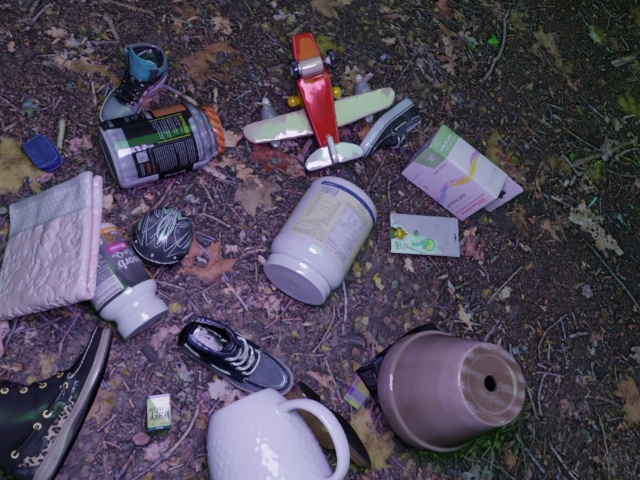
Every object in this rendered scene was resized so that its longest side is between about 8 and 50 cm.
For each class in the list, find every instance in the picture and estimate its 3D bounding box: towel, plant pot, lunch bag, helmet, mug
[{"bbox_3d":[-0.661,0.016,1.232,0.053,0.332,0.317,28,54,-57],"label":"towel"},{"bbox_3d":[0.349,0.372,1.299,0.323,0.280,0.323,7,68,-19],"label":"plant pot"},{"bbox_3d":[-0.761,-0.239,1.404,0.067,0.065,0.098,-35,86,-11],"label":"lunch bag"},{"bbox_3d":[-0.426,-0.009,1.380,0.169,0.161,0.169,7,68,-19],"label":"helmet"},{"bbox_3d":[0.111,0.445,1.490,0.060,0.009,0.083,39,64,-3],"label":"towel"},{"bbox_3d":[-0.093,0.518,1.205,0.276,0.374,0.328,3,57,-58],"label":"mug"}]

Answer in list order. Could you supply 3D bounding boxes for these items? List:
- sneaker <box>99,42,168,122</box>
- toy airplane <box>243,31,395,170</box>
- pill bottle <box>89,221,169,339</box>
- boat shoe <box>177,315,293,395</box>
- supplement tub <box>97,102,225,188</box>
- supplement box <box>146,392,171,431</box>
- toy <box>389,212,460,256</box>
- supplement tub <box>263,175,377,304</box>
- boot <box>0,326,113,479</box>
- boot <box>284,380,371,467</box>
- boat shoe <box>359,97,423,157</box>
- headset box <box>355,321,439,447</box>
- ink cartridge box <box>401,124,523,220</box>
[{"bbox_3d":[-0.544,-0.470,1.498,0.124,0.178,0.295,30,64,-7],"label":"sneaker"},{"bbox_3d":[-0.003,-0.414,1.650,0.386,0.272,0.384,27,102,-18],"label":"toy airplane"},{"bbox_3d":[-0.524,0.105,1.307,0.162,0.162,0.278,-36,86,-26],"label":"pill bottle"},{"bbox_3d":[-0.214,0.313,1.342,0.340,0.158,0.127,26,65,-8],"label":"boat shoe"},{"bbox_3d":[-0.447,-0.278,1.455,0.316,0.193,0.193,-21,79,-24],"label":"supplement tub"},{"bbox_3d":[-0.404,0.430,1.275,0.056,0.083,0.083,-2,73,-19],"label":"supplement box"},{"bbox_3d":[0.344,-0.013,1.712,0.237,0.056,0.137,5,73,-12],"label":"toy"},{"bbox_3d":[0.000,0.000,1.486,0.235,0.235,0.325,34,64,-5],"label":"supplement tub"},{"bbox_3d":[-0.679,0.348,1.186,0.284,0.138,0.377,22,71,-11],"label":"boot"},{"bbox_3d":[0.009,0.528,1.395,0.305,0.112,0.115,44,93,-5],"label":"boot"},{"bbox_3d":[0.256,-0.381,1.777,0.119,0.121,0.335,42,61,4],"label":"boat shoe"},{"bbox_3d":[0.291,0.428,1.487,0.246,0.131,0.283,-28,83,-27],"label":"headset box"},{"bbox_3d":[0.482,-0.202,1.743,0.353,0.207,0.119,37,62,-3],"label":"ink cartridge box"}]
